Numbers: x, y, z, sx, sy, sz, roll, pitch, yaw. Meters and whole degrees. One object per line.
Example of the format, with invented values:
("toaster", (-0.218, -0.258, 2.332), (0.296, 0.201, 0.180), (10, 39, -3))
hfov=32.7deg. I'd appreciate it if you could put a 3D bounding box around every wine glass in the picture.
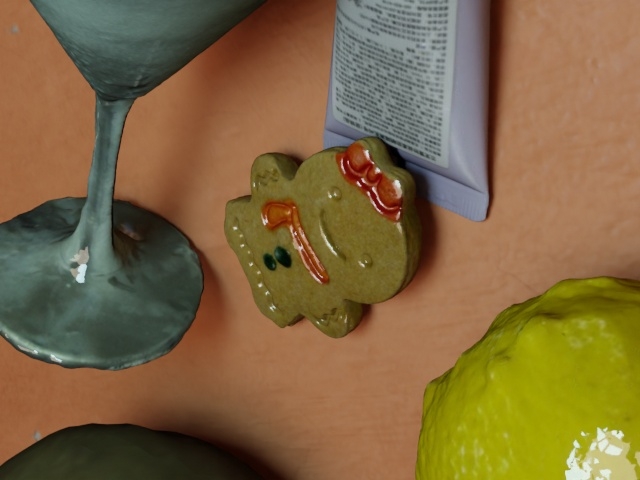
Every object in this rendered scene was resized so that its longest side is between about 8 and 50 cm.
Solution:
("wine glass", (-0.160, -0.102, 0.828), (0.267, 0.267, 0.406), (38, 135, 20))

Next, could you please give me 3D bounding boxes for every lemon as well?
("lemon", (0.181, 0.148, 0.701), (0.233, 0.233, 0.288), (46, 137, 14))

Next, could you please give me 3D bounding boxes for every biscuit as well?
("biscuit", (0.000, 0.000, 0.883), (0.225, 0.036, 0.166), (-17, 97, 49))

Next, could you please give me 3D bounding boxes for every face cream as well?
("face cream", (0.065, -0.146, 0.774), (0.154, 0.096, 0.274), (24, 133, 26))

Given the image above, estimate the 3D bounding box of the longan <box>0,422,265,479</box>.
("longan", (-0.165, 0.337, 0.995), (0.361, 0.361, 0.361), (15, 116, 33))
